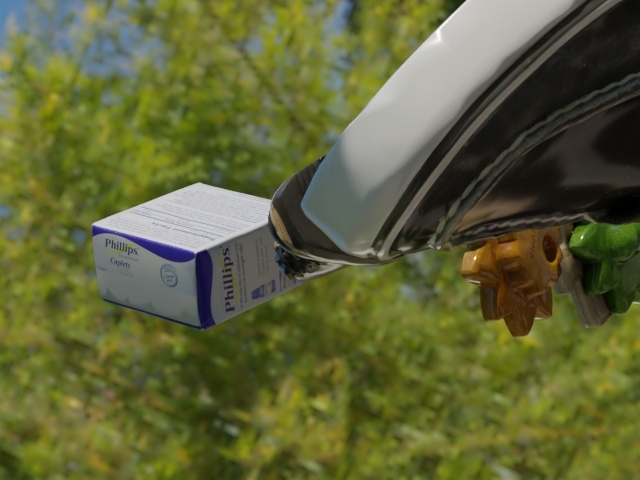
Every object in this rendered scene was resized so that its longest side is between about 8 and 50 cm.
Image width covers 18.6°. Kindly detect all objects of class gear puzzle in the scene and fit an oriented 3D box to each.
[{"bbox_3d":[0.158,-0.058,1.019,0.339,0.044,0.175,-37,-69,-50],"label":"gear puzzle"}]

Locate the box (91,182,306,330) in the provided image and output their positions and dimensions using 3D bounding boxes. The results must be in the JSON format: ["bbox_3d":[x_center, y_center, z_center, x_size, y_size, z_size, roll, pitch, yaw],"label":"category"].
[{"bbox_3d":[-0.101,0.011,1.660,0.137,0.126,0.072,-23,-62,-45],"label":"box"}]

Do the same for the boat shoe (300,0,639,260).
[{"bbox_3d":[0.091,-0.042,0.472,0.219,0.070,0.078,-31,-18,-34],"label":"boat shoe"}]

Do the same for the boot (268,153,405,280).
[{"bbox_3d":[0.000,0.000,1.272,0.137,0.077,0.198,-28,-11,35],"label":"boot"}]
